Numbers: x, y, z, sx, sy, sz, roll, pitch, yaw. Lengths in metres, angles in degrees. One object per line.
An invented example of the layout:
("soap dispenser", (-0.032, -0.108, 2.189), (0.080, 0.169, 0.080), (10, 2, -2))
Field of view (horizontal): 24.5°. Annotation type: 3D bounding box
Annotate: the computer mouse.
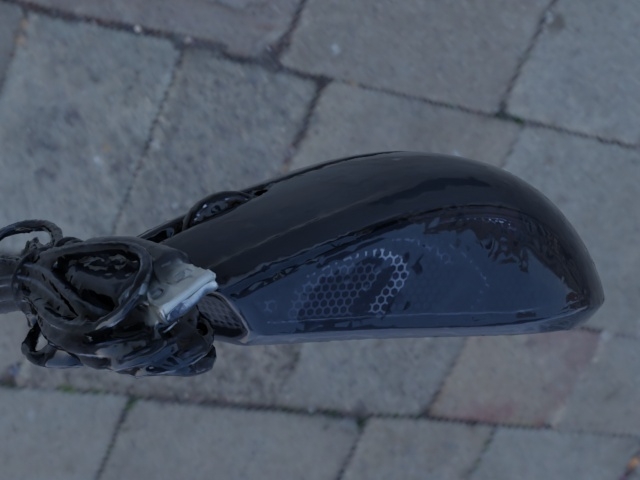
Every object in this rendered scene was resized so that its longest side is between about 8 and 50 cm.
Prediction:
("computer mouse", (0.000, 0.000, 0.587), (0.272, 0.188, 0.072), (-2, 95, -32))
